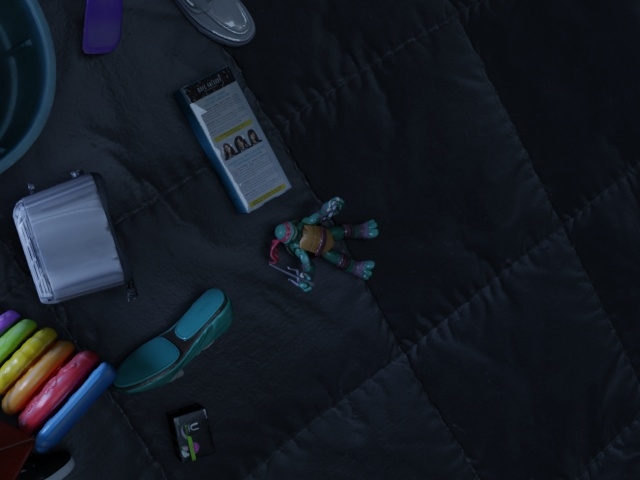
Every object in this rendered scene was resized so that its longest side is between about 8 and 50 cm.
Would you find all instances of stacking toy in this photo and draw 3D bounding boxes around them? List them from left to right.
[{"bbox_3d":[-0.479,0.170,1.207,0.302,0.175,0.166,43,75,-7],"label":"stacking toy"}]

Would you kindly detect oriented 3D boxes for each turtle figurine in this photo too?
[{"bbox_3d":[0.000,0.000,1.431,0.234,0.118,0.175,11,100,-39],"label":"turtle figurine"}]

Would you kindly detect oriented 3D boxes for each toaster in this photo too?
[{"bbox_3d":[-0.394,0.008,1.246,0.146,0.129,0.227,-18,100,-19],"label":"toaster"}]

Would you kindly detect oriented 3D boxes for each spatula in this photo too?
[{"bbox_3d":[-0.319,-0.439,1.246,0.084,0.030,0.296,-22,143,-56],"label":"spatula"}]

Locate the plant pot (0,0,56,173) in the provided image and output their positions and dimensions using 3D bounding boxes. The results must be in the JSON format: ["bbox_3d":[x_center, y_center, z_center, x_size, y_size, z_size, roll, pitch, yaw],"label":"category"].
[{"bbox_3d":[-0.576,-0.208,1.018,0.341,0.334,0.341,6,81,-41],"label":"plant pot"}]

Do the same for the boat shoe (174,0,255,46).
[{"bbox_3d":[-0.211,-0.437,1.348,0.258,0.084,0.095,37,75,-20],"label":"boat shoe"}]

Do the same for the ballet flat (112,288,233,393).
[{"bbox_3d":[-0.240,0.189,1.341,0.247,0.083,0.087,-43,140,-19],"label":"ballet flat"}]

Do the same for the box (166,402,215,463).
[{"bbox_3d":[-0.226,0.335,1.363,0.062,0.052,0.083,-14,95,-23],"label":"box"}]

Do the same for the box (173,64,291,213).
[{"bbox_3d":[-0.155,-0.175,1.388,0.100,0.060,0.244,-32,103,-21],"label":"box"}]

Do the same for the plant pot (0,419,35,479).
[{"bbox_3d":[-0.600,0.332,1.036,0.236,0.267,0.267,31,97,16],"label":"plant pot"}]

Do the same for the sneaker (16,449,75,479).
[{"bbox_3d":[-0.505,0.350,1.219,0.217,0.079,0.121,-21,101,-21],"label":"sneaker"}]
